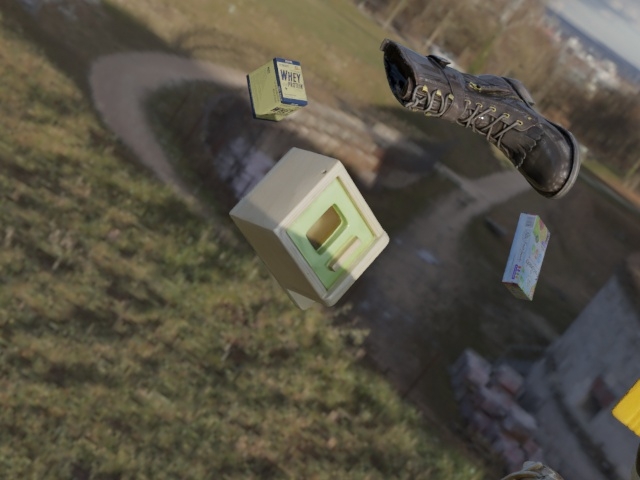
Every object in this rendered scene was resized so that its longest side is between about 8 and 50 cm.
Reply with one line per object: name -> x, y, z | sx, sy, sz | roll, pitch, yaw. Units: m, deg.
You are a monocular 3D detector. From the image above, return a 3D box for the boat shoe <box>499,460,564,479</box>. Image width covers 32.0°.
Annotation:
boat shoe -> 0.190, 0.268, 1.028 | 0.110, 0.122, 0.341 | 63, 10, 31

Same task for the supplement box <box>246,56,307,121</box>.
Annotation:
supplement box -> -0.076, -0.259, 1.923 | 0.056, 0.083, 0.083 | 2, 72, -44

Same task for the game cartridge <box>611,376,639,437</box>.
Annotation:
game cartridge -> 0.593, 0.226, 1.444 | 0.324, 0.285, 0.053 | 41, 11, 14

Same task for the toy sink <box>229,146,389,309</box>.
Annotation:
toy sink -> 0.000, 0.000, 1.706 | 0.131, 0.153, 0.234 | 21, -29, 48

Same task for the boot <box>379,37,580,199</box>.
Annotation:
boot -> 0.200, -0.161, 1.470 | 0.229, 0.091, 0.263 | 12, 33, -33

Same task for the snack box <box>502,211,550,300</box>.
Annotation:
snack box -> 0.387, 0.031, 2.095 | 0.037, 0.141, 0.100 | 10, -16, 30

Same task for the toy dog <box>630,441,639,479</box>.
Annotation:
toy dog -> 0.646, 0.389, 1.807 | 0.285, 0.395, 0.408 | 13, -6, 19
